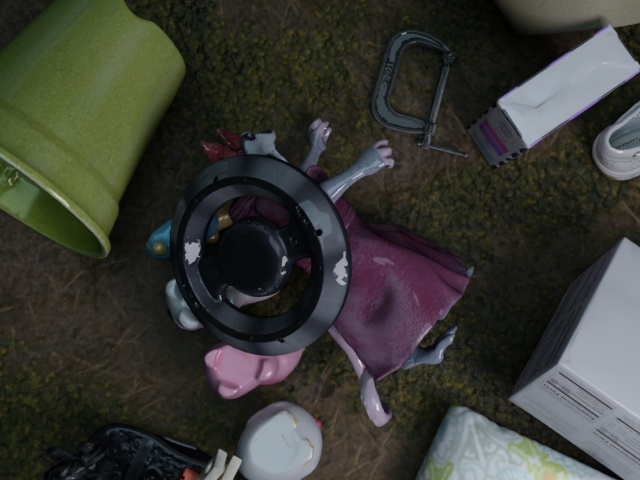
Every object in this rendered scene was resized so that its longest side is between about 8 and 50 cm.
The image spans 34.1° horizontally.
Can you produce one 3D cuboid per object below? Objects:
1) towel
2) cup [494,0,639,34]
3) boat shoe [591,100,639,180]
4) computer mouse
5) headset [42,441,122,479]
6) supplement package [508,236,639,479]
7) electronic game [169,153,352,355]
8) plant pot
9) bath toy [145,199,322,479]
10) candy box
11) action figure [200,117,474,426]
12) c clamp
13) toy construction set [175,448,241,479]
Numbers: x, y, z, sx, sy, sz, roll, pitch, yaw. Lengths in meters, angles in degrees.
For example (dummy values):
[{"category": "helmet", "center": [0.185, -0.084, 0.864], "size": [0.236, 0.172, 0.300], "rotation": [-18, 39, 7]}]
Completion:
[{"category": "towel", "center": [0.263, 0.423, 1.282], "size": [0.374, 0.090, 0.321], "rotation": [25, 81, 2]}, {"category": "cup", "center": [0.314, -0.382, 1.281], "size": [0.331, 0.331, 0.237], "rotation": [-7, 104, -2]}, {"category": "boat shoe", "center": [0.479, -0.171, 1.330], "size": [0.277, 0.096, 0.098], "rotation": [-33, 76, 1]}, {"category": "computer mouse", "center": [-0.181, 0.339, 1.298], "size": [0.262, 0.060, 0.184], "rotation": [19, 91, -2]}, {"category": "headset", "center": [-0.356, 0.410, 1.217], "size": [0.243, 0.185, 0.394], "rotation": [30, 95, 2]}, {"category": "supplement package", "center": [0.400, 0.167, 1.251], "size": [0.262, 0.145, 0.204], "rotation": [35, 60, 2]}, {"category": "electronic game", "center": [-0.071, 0.018, 1.163], "size": [0.229, 0.048, 0.229], "rotation": [7, 105, 25]}, {"category": "plant pot", "center": [-0.303, -0.158, 1.263], "size": [0.276, 0.276, 0.254], "rotation": [32, 72, 2]}, {"category": "bath toy", "center": [-0.090, 0.128, 1.285], "size": [0.151, 0.129, 0.348], "rotation": [-22, 83, -6]}, {"category": "candy box", "center": [0.280, -0.171, 1.290], "size": [0.164, 0.196, 0.070], "rotation": [-34, 88, -5]}, {"category": "action figure", "center": [0.000, 0.000, 1.263], "size": [0.370, 0.248, 0.276], "rotation": [34, 92, -5]}, {"category": "c clamp", "center": [0.138, -0.197, 1.381], "size": [0.137, 0.022, 0.161], "rotation": [9, 85, 5]}, {"category": "toy construction set", "center": [-0.062, 0.398, 1.183], "size": [0.327, 0.215, 0.151], "rotation": [42, 42, 0]}]
